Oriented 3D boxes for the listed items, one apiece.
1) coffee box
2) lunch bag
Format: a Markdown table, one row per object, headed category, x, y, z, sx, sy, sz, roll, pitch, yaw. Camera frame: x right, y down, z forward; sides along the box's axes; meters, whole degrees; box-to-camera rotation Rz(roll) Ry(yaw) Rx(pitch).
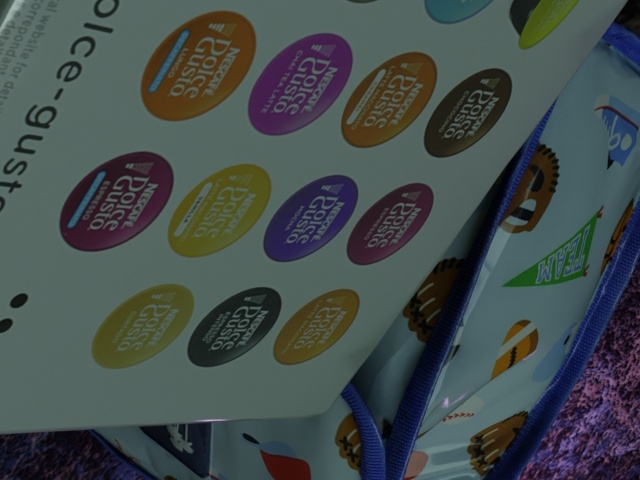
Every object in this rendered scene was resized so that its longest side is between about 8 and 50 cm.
| category | x | y | z | sx | sy | sz | roll | pitch | yaw |
| --- | --- | --- | --- | --- | --- | --- | --- | --- | --- |
| coffee box | -0.106 | -0.147 | 0.788 | 0.334 | 0.338 | 0.337 | 5 | 127 | -50 |
| lunch bag | 0.000 | 0.000 | 1.055 | 0.239 | 0.328 | 0.385 | 13 | 105 | -55 |
